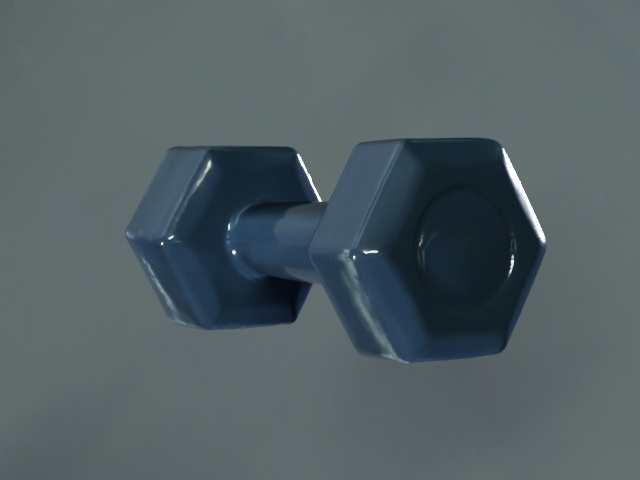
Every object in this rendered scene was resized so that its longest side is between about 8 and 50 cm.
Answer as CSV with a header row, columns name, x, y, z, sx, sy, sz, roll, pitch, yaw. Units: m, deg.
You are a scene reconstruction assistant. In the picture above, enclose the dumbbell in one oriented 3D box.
name,x,y,z,sx,sy,sz,roll,pitch,yaw
dumbbell,0.000,0.001,1.121,0.143,0.156,0.316,-37,-158,-28
